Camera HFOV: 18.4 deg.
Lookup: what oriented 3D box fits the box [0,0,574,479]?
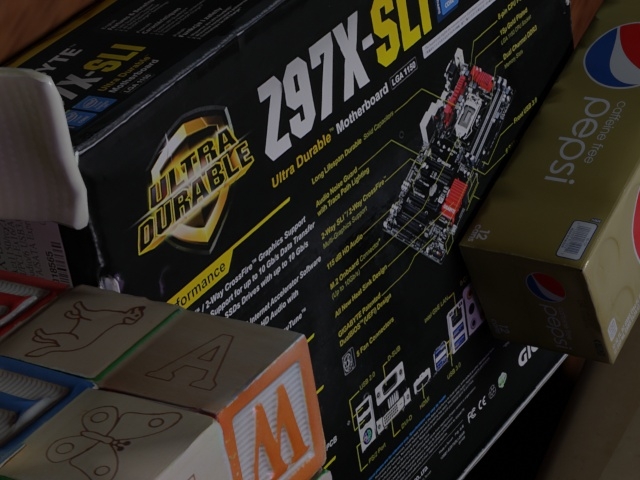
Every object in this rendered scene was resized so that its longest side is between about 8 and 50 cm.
[{"bbox_3d":[0.000,0.000,0.775,0.322,0.079,0.257,-43,132,-43],"label":"box"}]

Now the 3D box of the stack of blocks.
[{"bbox_3d":[-0.147,0.116,0.497,0.297,0.171,0.087,-39,130,-44],"label":"stack of blocks"}]

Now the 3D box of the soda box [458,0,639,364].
[{"bbox_3d":[0.128,-0.039,0.838,0.181,0.058,0.061,-57,142,-30],"label":"soda box"}]

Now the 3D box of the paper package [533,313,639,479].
[{"bbox_3d":[0.178,0.211,0.974,0.325,0.168,0.309,-63,159,-23],"label":"paper package"}]

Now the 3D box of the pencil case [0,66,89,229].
[{"bbox_3d":[-0.233,0.042,0.331,0.410,0.183,0.160,-44,134,-41],"label":"pencil case"}]
